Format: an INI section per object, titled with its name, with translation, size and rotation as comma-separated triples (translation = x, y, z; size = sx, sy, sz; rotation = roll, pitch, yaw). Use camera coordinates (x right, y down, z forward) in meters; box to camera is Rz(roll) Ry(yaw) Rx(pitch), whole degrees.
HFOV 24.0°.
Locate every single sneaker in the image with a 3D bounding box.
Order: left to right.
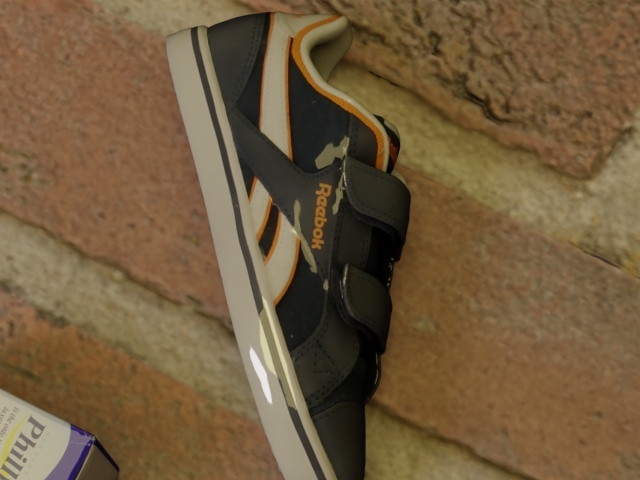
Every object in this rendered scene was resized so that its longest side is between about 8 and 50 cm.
[sneaker]
translation = 0.000, 0.000, 0.914
size = 0.127, 0.126, 0.321
rotation = -15, 73, 2

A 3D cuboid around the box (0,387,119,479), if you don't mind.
[box]
translation = -0.198, 0.126, 0.881
size = 0.137, 0.126, 0.072
rotation = 27, 75, 7
